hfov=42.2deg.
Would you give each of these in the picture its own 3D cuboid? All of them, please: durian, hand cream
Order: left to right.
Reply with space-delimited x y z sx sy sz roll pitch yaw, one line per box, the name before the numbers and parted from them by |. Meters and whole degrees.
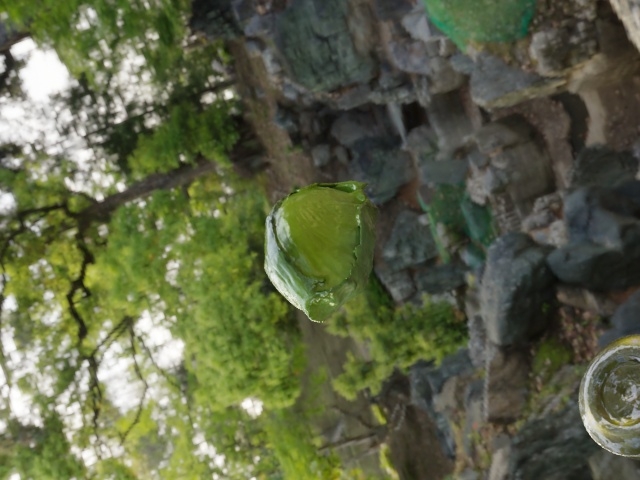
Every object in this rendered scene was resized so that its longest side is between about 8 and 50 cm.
durian | 0.000 0.000 1.024 0.250 0.139 0.101 -88 5 -56
hand cream | 0.278 0.137 0.607 0.203 0.084 0.084 27 -154 -34
